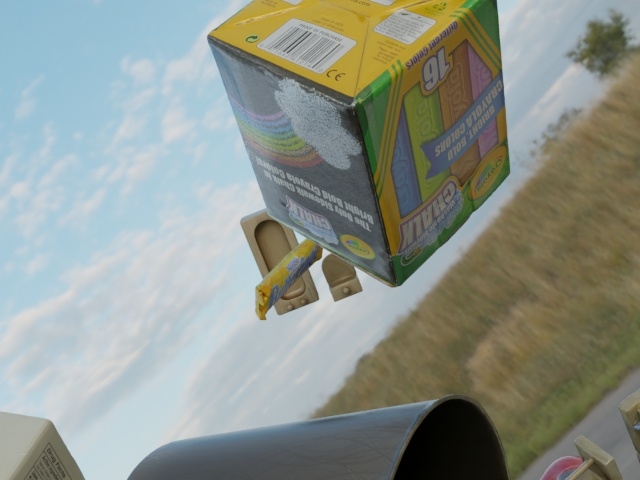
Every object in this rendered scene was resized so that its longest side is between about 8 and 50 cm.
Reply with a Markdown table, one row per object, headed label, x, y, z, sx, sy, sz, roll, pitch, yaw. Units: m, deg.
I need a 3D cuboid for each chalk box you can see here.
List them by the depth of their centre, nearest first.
| label | x | y | z | sx | sy | sz | roll | pitch | yaw |
| --- | --- | --- | --- | --- | --- | --- | --- | --- | --- |
| chalk box | 0.038 | -0.070 | 0.614 | 0.132 | 0.132 | 0.213 | -44 | -37 | -22 |

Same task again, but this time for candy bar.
| label | x | y | z | sx | sy | sz | roll | pitch | yaw |
| --- | --- | --- | --- | --- | --- | --- | --- | --- | --- |
| candy bar | -0.029 | 0.030 | 0.899 | 0.161 | 0.018 | 0.040 | -46 | -33 | -60 |

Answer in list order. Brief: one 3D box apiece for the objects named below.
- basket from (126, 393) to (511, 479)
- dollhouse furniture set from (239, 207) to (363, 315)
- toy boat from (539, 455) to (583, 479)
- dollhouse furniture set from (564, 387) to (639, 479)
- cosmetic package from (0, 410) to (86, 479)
| label | x | y | z | sx | sy | sz | roll | pitch | yaw |
| --- | --- | --- | --- | --- | --- | --- | --- | --- | --- |
| basket | -0.014 | 0.198 | 0.573 | 0.227 | 0.204 | 0.154 | -7 | -22 | 39 |
| dollhouse furniture set | 0.000 | 0.000 | 0.946 | 0.151 | 0.144 | 0.123 | -21 | 12 | 2 |
| toy boat | 0.200 | 0.319 | 0.911 | 0.151 | 0.151 | 0.231 | -92 | 21 | -60 |
| dollhouse furniture set | 0.275 | 0.218 | 0.715 | 0.184 | 0.129 | 0.129 | -38 | 33 | -11 |
| cosmetic package | -0.354 | 0.332 | 0.870 | 0.309 | 0.113 | 0.160 | -64 | -31 | -46 |
